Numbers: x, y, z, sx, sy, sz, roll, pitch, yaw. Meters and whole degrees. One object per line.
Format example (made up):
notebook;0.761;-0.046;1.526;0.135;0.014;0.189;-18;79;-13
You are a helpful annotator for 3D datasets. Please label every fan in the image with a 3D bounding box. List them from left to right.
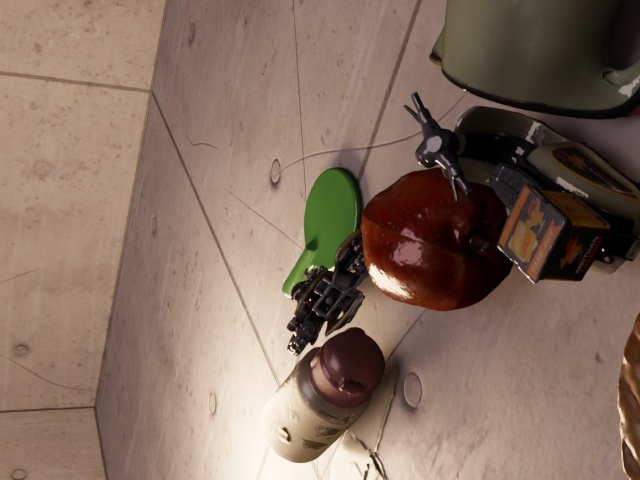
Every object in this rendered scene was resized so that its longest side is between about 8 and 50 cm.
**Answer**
fan;0.067;0.320;1.098;0.191;0.009;0.329;-131;49;-55

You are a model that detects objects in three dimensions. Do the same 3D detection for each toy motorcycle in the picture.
toy motorcycle;0.019;0.060;1.112;0.229;0.094;0.130;-55;3;25
toy motorcycle;0.187;-0.060;0.719;0.263;0.157;0.091;55;134;49

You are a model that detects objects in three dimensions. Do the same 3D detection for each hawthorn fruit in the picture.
hawthorn fruit;0.133;0.000;0.823;0.194;0.156;0.157;-171;84;-69

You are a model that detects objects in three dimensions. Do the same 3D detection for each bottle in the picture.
bottle;0.008;0.218;1.110;0.253;0.120;0.121;-56;40;45

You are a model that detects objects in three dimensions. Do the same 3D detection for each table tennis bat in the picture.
table tennis bat;0.000;0.000;1.241;0.257;0.039;0.160;-61;37;34

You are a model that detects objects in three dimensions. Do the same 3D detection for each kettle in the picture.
kettle;0.218;-0.240;0.674;0.240;0.165;0.256;27;124;30

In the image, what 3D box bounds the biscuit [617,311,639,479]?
biscuit;0.333;0.139;0.530;0.318;0.040;0.318;-175;90;-65
